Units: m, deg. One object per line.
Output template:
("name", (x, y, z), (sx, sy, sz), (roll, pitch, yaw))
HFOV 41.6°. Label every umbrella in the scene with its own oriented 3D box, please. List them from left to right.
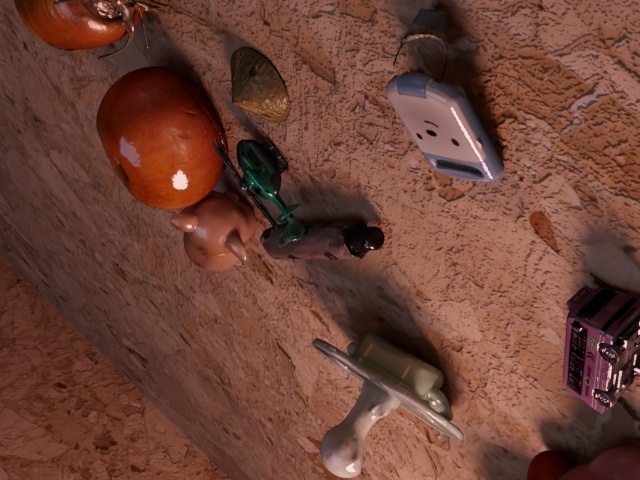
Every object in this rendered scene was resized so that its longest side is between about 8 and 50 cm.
("umbrella", (0.000, 0.000, 1.550), (0.337, 0.067, 0.073), (-1, 134, 55))

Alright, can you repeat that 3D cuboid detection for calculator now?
("calculator", (0.166, -0.145, 1.111), (0.121, 0.039, 0.210), (21, 159, 43))

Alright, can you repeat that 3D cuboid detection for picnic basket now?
("picnic basket", (0.130, -0.248, 1.052), (0.065, 0.083, 0.083), (12, 106, 3))

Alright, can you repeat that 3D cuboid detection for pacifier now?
("pacifier", (0.101, 0.327, 1.598), (0.343, 0.269, 0.288), (29, 170, 40))

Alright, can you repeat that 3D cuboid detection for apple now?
("apple", (-0.313, -0.193, 1.629), (0.251, 0.206, 0.272), (31, 147, 38))

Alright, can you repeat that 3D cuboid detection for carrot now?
("carrot", (-0.413, -0.434, 1.490), (0.331, 0.193, 0.214), (0, 87, 51))

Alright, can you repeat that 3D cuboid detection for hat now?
("hat", (-0.125, -0.248, 1.434), (0.146, 0.067, 0.146), (35, 148, 26))

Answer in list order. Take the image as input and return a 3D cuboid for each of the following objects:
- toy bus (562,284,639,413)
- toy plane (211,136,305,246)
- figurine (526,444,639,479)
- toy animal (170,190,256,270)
("toy bus", (0.381, 0.146, 1.145), (0.098, 0.087, 0.178), (36, 151, 38))
("toy plane", (-0.098, -0.103, 1.533), (0.235, 0.096, 0.060), (54, 152, 3))
("figurine", (0.440, 0.464, 1.305), (0.269, 0.211, 0.261), (47, 152, 6))
("toy animal", (-0.222, -0.019, 1.771), (0.165, 0.149, 0.248), (14, 166, -4))
